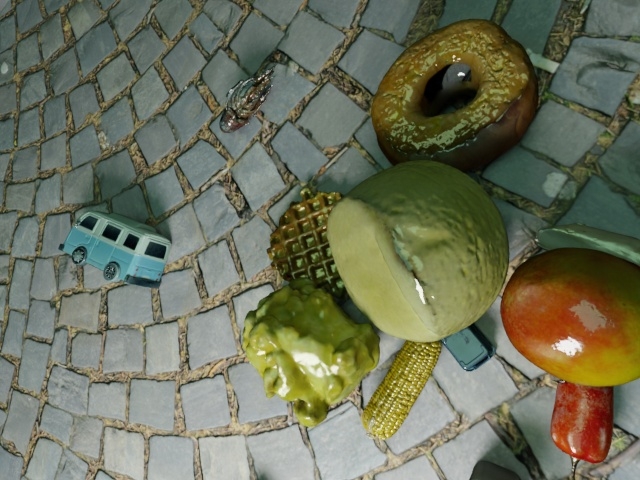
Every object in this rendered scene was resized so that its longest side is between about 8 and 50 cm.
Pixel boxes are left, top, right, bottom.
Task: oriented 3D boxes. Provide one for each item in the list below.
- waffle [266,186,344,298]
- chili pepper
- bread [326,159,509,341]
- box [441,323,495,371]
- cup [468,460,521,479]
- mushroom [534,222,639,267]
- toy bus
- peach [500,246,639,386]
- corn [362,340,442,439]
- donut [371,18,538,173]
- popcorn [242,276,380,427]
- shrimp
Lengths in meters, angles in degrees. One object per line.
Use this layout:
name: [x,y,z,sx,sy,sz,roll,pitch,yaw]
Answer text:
waffle: [0.000,0.000,0.998,0.244,0.059,0.237,22,88,23]
chili pepper: [0.431,0.323,0.733,0.086,0.084,0.191,2,77,41]
bread: [0.171,0.017,0.800,0.320,0.238,0.320,39,138,47]
box: [0.273,0.194,0.838,0.074,0.054,0.099,-42,67,11]
cup: [0.306,0.445,0.742,0.128,0.129,0.095,12,87,25]
mushroom: [0.487,0.020,0.767,0.209,0.071,0.084,22,121,28]
toy bus: [-0.546,0.015,1.193,0.272,0.133,0.164,19,85,23]
peach: [0.407,0.116,0.697,0.231,0.231,0.230,-4,80,24]
corn: [0.159,0.283,0.863,0.080,0.080,0.238,33,93,25]
donut: [0.257,-0.271,0.871,0.300,0.150,0.316,25,92,23]
popcorn: [-0.032,0.213,0.880,0.242,0.235,0.250,-43,76,-12]
shrimp: [-0.181,-0.363,1.111,0.233,0.090,0.079,-43,34,24]
